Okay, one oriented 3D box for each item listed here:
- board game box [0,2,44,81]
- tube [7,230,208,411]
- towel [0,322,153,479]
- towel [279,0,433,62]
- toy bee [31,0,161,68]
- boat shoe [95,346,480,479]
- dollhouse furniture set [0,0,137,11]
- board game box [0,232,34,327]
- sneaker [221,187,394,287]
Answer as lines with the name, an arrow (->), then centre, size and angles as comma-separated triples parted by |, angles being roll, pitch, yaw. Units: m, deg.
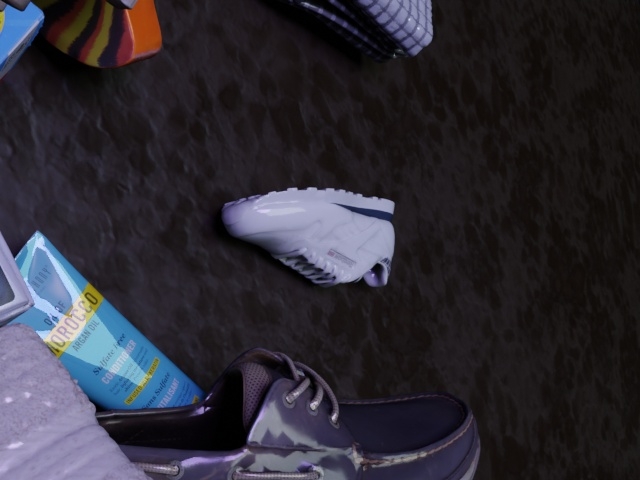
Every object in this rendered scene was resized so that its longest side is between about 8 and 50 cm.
board game box -> -0.339, -0.093, 0.319 | 0.308, 0.086, 0.302 | 39, 53, -23
tube -> -0.158, 0.091, 0.555 | 0.207, 0.052, 0.080 | 47, 55, -26
towel -> -0.220, 0.163, 0.355 | 0.187, 0.049, 0.282 | 45, 49, 18
towel -> 0.028, -0.364, 0.849 | 0.235, 0.121, 0.284 | 25, 60, -45
toy bee -> -0.205, -0.283, 0.553 | 0.195, 0.162, 0.299 | 5, 89, -78
boat shoe -> -0.033, 0.151, 0.528 | 0.355, 0.132, 0.130 | -8, 102, -28
dollhouse furniture set -> -0.113, -0.209, 0.369 | 0.161, 0.242, 0.212 | 33, 89, -33
board game box -> -0.279, 0.001, 0.238 | 0.305, 0.053, 0.193 | -27, 92, -43
sneaker -> 0.000, 0.000, 0.739 | 0.235, 0.090, 0.095 | 4, 86, -47
